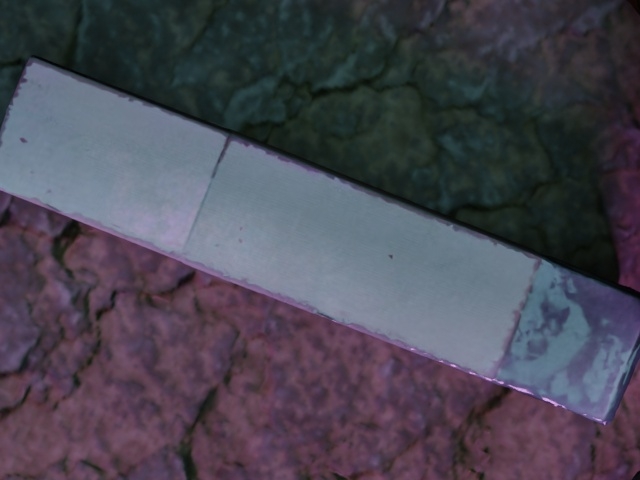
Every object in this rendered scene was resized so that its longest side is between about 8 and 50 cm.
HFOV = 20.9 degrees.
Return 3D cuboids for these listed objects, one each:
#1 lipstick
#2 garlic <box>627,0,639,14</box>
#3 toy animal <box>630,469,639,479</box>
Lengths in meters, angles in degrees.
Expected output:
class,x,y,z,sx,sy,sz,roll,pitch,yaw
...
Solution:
class,x,y,z,sx,sy,sz,roll,pitch,yaw
lipstick,0.000,0.000,0.833,0.317,0.066,0.068,21,94,-7
garlic,0.135,-0.219,0.810,0.115,0.128,0.206,21,101,15
toy animal,0.306,0.171,0.727,0.284,0.302,0.225,21,84,-10
